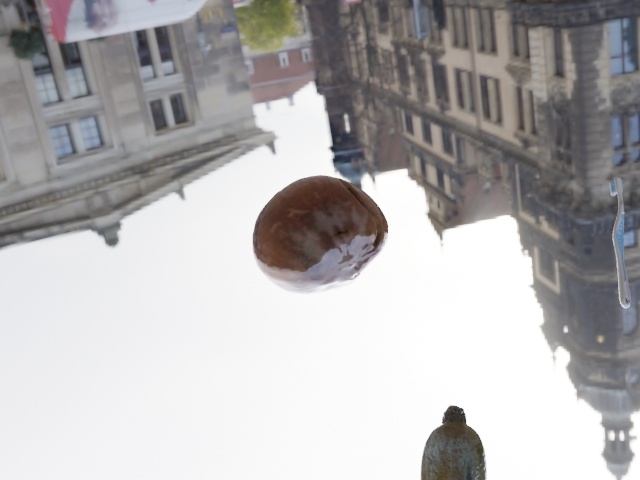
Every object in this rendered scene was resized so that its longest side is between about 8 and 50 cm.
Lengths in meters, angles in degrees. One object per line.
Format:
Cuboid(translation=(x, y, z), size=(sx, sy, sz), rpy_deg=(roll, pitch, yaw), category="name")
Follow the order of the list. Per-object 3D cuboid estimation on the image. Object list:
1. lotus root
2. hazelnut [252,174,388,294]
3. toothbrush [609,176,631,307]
Cuboid(translation=(0.226, 0.376, 1.363), size=(0.113, 0.192, 0.088), rpy_deg=(7, 162, -7), category="lotus root")
Cuboid(translation=(0.000, 0.000, 0.917), size=(0.154, 0.143, 0.143), rpy_deg=(-20, -158, -20), category="hazelnut")
Cuboid(translation=(0.339, -0.001, 0.909), size=(0.014, 0.162, 0.017), rpy_deg=(15, 151, -19), category="toothbrush")
